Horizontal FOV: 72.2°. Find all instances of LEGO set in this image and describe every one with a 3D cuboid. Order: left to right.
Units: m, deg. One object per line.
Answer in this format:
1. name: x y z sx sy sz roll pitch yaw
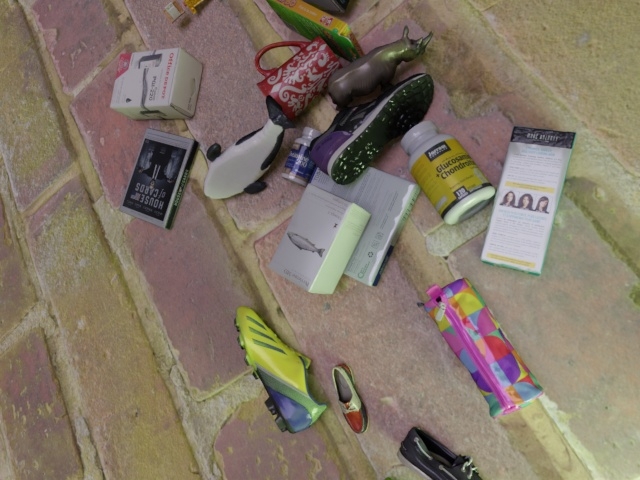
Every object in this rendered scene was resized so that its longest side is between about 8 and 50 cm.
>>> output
1. LEGO set: -0.325 -0.714 1.155 0.287 0.132 0.107 -58 45 31

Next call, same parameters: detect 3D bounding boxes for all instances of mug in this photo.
1. mug: -0.050 -0.364 0.955 0.169 0.150 0.113 -37 44 10

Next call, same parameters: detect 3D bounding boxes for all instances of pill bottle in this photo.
1. pill bottle: -0.035 -0.182 0.958 0.067 0.067 0.120 23 92 26
2. pill bottle: 0.227 -0.129 0.810 0.103 0.103 0.184 -36 69 16

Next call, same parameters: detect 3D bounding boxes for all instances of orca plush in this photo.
1. orca plush: -0.170 -0.212 0.998 0.287 0.151 0.102 -54 23 38

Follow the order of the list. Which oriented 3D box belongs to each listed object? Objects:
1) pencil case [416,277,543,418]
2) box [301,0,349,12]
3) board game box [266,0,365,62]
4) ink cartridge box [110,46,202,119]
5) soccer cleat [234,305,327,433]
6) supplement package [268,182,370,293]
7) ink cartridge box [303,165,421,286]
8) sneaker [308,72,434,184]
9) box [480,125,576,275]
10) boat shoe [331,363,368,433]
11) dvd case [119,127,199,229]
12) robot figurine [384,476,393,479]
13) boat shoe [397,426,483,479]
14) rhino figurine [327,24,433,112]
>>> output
1. pencil case: 0.268 0.177 0.749 0.104 0.104 0.236 -37 70 15
2. box: 0.030 -0.669 0.977 0.169 0.087 0.290 25 92 37
3. board game box: -0.007 -0.464 0.957 0.259 0.124 0.039 42 99 24
4. ink cartridge box: -0.435 -0.409 1.162 0.218 0.092 0.159 6 85 23
5. soccer cleat: -0.089 0.254 0.920 0.121 0.093 0.289 -27 64 -13
6. supplement package: 0.000 0.000 0.841 0.105 0.105 0.179 27 94 26
7. ink cartridge box: 0.060 -0.049 0.907 0.224 0.045 0.223 26 93 26
8. sneaker: 0.093 -0.248 0.876 0.283 0.107 0.124 -41 53 -4
9. box: 0.360 -0.069 0.765 0.100 0.060 0.244 15 88 26
10. boat shoe: 0.055 0.309 0.855 0.049 0.043 0.137 -22 75 18
11. dvd case: -0.427 -0.166 1.155 0.179 0.029 0.239 18 89 26
12. robot figurine: 0.150 0.477 0.772 0.115 0.067 0.101 35 107 24
13. boat shoe: 0.232 0.394 0.745 0.206 0.075 0.065 23 95 30
14. rhino figurine: 0.120 -0.349 0.892 0.243 0.106 0.073 -28 72 18
